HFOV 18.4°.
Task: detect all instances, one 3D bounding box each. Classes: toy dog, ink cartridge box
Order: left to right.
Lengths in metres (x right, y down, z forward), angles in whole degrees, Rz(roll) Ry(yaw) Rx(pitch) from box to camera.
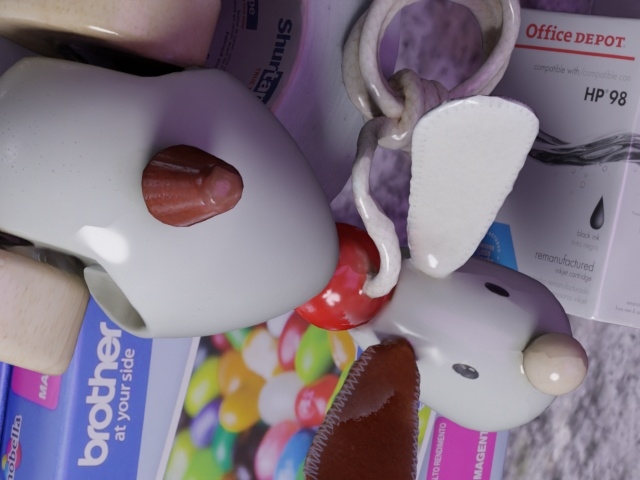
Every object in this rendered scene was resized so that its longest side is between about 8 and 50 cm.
[{"bbox_3d":[-0.046,0.110,0.879,0.311,0.065,0.186,5,95,-37],"label":"ink cartridge box"},{"bbox_3d":[0.000,0.000,0.733,0.334,0.161,0.220,-3,102,-38],"label":"toy dog"},{"bbox_3d":[0.134,-0.054,0.959,0.060,0.104,0.180,10,92,-38],"label":"ink cartridge box"}]

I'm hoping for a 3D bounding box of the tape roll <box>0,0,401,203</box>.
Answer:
[{"bbox_3d":[-0.071,-0.094,0.809,0.219,0.072,0.219,-8,103,-37],"label":"tape roll"}]
